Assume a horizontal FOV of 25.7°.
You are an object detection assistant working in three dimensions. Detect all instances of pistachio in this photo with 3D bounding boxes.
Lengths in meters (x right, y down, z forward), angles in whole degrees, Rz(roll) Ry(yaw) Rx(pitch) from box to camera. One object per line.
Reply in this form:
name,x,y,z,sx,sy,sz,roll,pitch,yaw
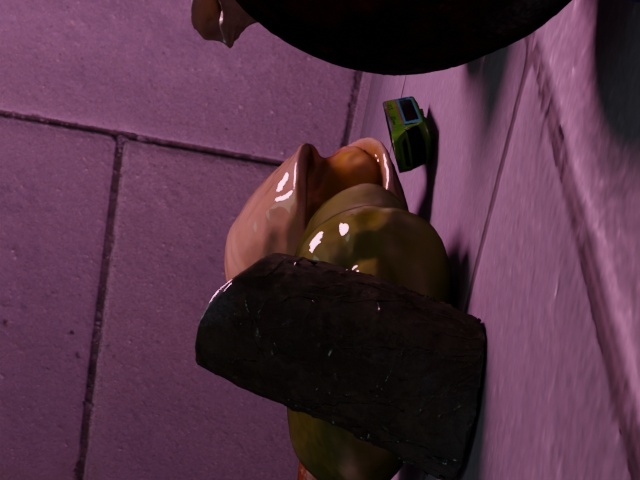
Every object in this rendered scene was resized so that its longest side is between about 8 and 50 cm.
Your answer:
pistachio,0.000,0.000,1.429,0.299,0.187,0.187,113,168,-61

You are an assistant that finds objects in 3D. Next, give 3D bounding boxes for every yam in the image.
yam,0.019,0.070,0.888,0.107,0.183,0.107,20,-90,-79

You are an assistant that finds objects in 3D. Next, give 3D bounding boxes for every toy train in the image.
toy train,0.091,-0.108,1.417,0.209,0.042,0.044,-91,-12,-75

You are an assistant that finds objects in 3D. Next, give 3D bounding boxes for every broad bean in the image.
broad bean,0.032,0.073,1.097,0.291,0.119,0.238,98,172,-61

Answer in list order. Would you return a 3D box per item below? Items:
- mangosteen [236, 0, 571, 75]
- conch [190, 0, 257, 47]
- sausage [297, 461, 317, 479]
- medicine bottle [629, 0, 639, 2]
mangosteen,0.066,-0.194,0.700,0.289,0.231,0.231,-2,-74,-50
conch,0.051,-0.250,1.153,0.324,0.186,0.263,-52,-4,-29
sausage,0.011,0.249,1.435,0.103,0.076,0.302,116,164,-82
medicine bottle,0.124,-0.196,0.494,0.059,0.059,0.231,104,176,-68
